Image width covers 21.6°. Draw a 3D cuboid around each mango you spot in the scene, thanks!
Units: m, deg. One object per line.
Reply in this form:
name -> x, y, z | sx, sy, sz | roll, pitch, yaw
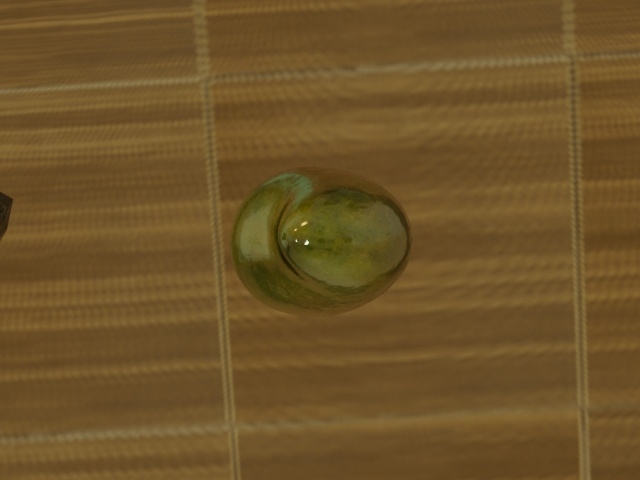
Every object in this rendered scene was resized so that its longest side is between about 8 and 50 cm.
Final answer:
mango -> 0.005, 0.002, 1.441 | 0.146, 0.289, 0.129 | 22, 83, -16

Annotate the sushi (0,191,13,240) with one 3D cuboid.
sushi -> -0.428, -0.030, 1.517 | 0.273, 0.109, 0.134 | 28, 137, 0
